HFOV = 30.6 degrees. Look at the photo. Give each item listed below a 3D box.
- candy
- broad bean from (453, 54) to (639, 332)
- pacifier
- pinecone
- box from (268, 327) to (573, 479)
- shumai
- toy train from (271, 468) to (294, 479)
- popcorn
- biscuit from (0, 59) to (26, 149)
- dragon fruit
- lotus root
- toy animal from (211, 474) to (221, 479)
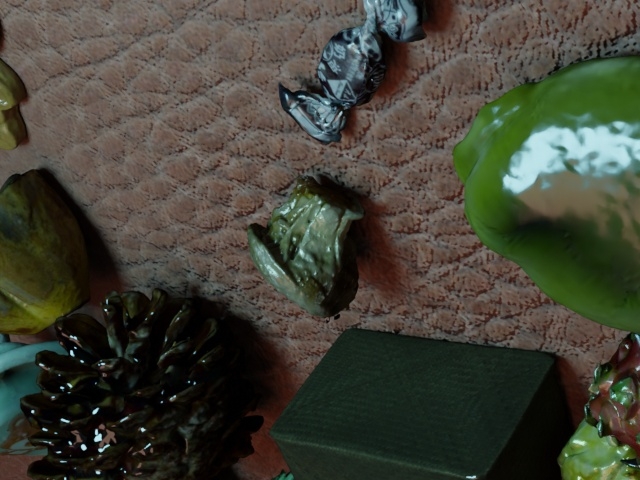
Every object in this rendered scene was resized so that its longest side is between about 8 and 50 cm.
[{"bbox_3d":[0.029,-0.166,1.042,0.094,0.051,0.226,44,141,9],"label":"candy"},{"bbox_3d":[0.247,-0.035,0.943,0.291,0.119,0.238,5,117,32],"label":"broad bean"},{"bbox_3d":[-0.426,0.155,1.595,0.288,0.343,0.269,-33,66,25],"label":"pacifier"},{"bbox_3d":[-0.223,0.193,1.418,0.242,0.298,0.295,41,141,45],"label":"pinecone"},{"bbox_3d":[0.112,0.214,1.242,0.273,0.184,0.143,4,132,36],"label":"box"},{"bbox_3d":[-0.002,-0.001,1.190,0.145,0.145,0.116,39,105,-1],"label":"shumai"},{"bbox_3d":[-0.015,0.415,1.509,0.133,0.243,0.188,17,152,24],"label":"toy train"},{"bbox_3d":[0.301,0.223,1.141,0.136,0.141,0.162,-16,155,15],"label":"popcorn"},{"bbox_3d":[-0.440,-0.224,1.357,0.202,0.044,0.288,10,131,31],"label":"biscuit"},{"bbox_3d":[0.344,0.118,1.017,0.135,0.236,0.137,65,-174,20],"label":"dragon fruit"},{"bbox_3d":[-0.381,0.040,1.444,0.180,0.199,0.188,52,147,-9],"label":"lotus root"},{"bbox_3d":[-0.213,0.432,1.682,0.310,0.251,0.251,44,142,-22],"label":"toy animal"}]
